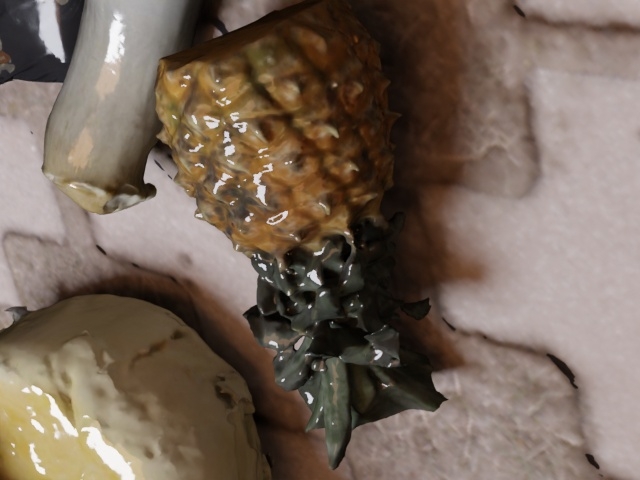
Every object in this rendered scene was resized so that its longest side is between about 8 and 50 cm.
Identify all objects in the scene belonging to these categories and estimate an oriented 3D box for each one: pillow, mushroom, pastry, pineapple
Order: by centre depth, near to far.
[{"bbox_3d":[0.000,0.000,0.498,0.128,0.128,0.247,-5,114,31],"label":"pineapple"},{"bbox_3d":[-0.101,-0.138,0.501,0.099,0.096,0.278,12,123,-11],"label":"mushroom"},{"bbox_3d":[-0.167,-0.163,0.555,0.091,0.048,0.150,14,117,21],"label":"pillow"},{"bbox_3d":[-0.157,0.160,0.641,0.265,0.133,0.264,11,116,24],"label":"pastry"}]
